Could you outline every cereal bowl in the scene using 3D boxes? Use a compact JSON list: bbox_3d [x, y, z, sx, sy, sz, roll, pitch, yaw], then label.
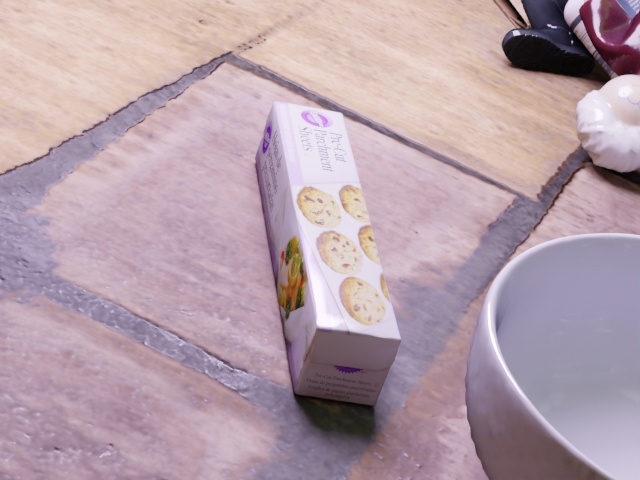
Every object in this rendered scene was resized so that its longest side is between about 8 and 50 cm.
[{"bbox_3d":[0.248,0.143,1.071,0.339,0.141,0.339,14,31,-9],"label":"cereal bowl"}]

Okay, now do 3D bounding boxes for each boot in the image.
[{"bbox_3d":[0.238,-0.229,1.729,0.121,0.045,0.099,10,46,-25],"label":"boot"}]

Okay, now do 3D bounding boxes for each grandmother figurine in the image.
[{"bbox_3d":[0.349,-0.216,1.576,0.207,0.104,0.342,24,74,24],"label":"grandmother figurine"}]

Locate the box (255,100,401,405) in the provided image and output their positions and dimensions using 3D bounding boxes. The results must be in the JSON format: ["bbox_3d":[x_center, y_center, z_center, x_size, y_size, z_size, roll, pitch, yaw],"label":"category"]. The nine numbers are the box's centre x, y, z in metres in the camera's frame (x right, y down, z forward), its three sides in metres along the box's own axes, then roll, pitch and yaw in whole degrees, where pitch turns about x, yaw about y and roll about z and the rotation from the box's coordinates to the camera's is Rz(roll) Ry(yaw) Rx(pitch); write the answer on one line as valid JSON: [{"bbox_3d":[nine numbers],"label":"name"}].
[{"bbox_3d":[0.000,0.000,1.242,0.067,0.063,0.324,11,32,-14],"label":"box"}]

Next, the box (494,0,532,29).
[{"bbox_3d":[0.292,-0.276,1.874,0.201,0.021,0.164,3,34,-25],"label":"box"}]

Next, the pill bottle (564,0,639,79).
[{"bbox_3d":[0.320,-0.238,1.684,0.180,0.108,0.108,53,38,6],"label":"pill bottle"}]
